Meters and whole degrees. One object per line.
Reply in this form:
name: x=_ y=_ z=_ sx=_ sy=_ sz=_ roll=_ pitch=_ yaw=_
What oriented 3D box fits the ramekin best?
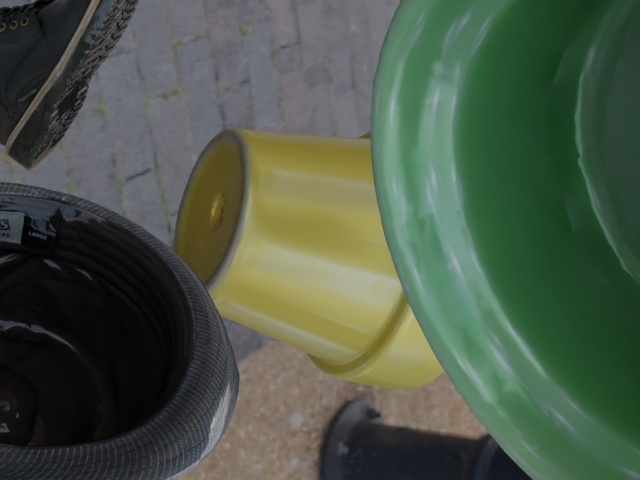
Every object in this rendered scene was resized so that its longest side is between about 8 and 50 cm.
ramekin: x=0.173 y=-0.016 z=0.474 sx=0.148 sy=0.303 sz=0.303 roll=-24 pitch=114 yaw=-28

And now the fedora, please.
fedora: x=-0.173 y=0.080 z=0.545 sx=0.275 sy=0.244 sz=0.124 roll=-108 pitch=-146 yaw=-57

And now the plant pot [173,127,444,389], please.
plant pot: x=0.000 y=0.000 z=0.972 sx=0.239 sy=0.254 sz=0.254 roll=15 pitch=77 yaw=-28

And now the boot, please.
boot: x=-0.220 y=-0.158 z=0.721 sx=0.137 sy=0.198 sz=0.077 roll=37 pitch=28 yaw=-5
